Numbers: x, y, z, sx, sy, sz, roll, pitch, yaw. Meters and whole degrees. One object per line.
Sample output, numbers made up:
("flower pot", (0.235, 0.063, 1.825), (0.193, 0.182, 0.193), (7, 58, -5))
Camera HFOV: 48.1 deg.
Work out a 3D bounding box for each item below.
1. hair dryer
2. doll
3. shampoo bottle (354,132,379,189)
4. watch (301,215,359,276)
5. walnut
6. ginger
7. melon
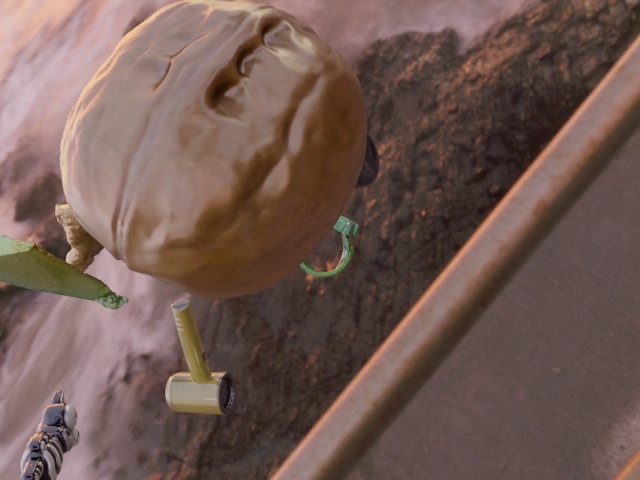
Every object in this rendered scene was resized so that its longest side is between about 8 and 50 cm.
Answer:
("hair dryer", (-0.278, 0.250, 1.533), (0.134, 0.279, 0.090), (-1, 27, 18))
("doll", (-0.433, 0.328, 1.157), (0.067, 0.091, 0.219), (-5, 21, -4))
("shampoo bottle", (-0.044, -0.108, 1.191), (0.283, 0.101, 0.101), (-12, 51, 35))
("watch", (0.000, 0.000, 1.640), (0.152, 0.165, 0.131), (-63, -5, 4))
("walnut", (-0.126, -0.123, 0.902), (0.398, 0.354, 0.308), (-62, -2, -25))
("ginger", (-0.497, -0.017, 1.525), (0.115, 0.205, 0.081), (-28, 62, -31))
("melon", (-0.392, 0.044, 1.063), (0.114, 0.261, 0.053), (-20, 58, 29))
